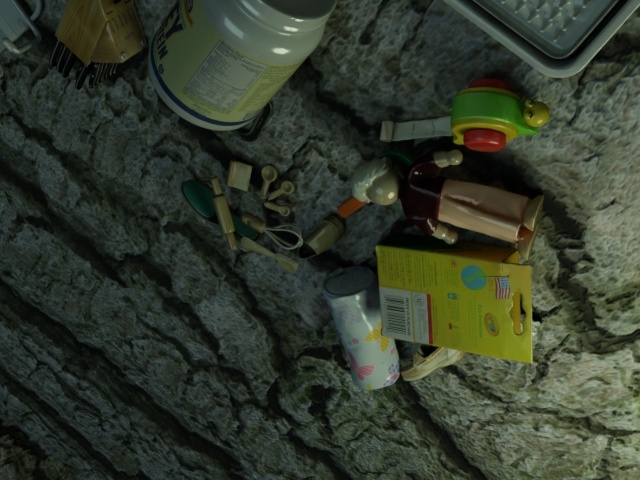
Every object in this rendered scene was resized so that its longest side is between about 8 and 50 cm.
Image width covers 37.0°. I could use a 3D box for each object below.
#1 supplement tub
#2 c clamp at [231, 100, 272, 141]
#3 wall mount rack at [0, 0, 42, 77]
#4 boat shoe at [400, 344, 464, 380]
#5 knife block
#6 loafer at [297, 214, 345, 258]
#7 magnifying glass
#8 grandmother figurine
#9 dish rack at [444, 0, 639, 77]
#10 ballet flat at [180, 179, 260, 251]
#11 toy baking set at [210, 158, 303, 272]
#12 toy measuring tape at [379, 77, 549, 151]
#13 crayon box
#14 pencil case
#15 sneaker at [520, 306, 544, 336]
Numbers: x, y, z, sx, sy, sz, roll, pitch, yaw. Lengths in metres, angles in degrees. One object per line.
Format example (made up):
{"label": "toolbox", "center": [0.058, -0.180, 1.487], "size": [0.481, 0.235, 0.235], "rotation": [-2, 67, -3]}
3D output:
{"label": "supplement tub", "center": [-0.136, -0.364, 1.651], "size": [0.235, 0.235, 0.325], "rotation": [46, 138, -3]}
{"label": "c clamp", "center": [-0.160, -0.273, 1.909], "size": [0.137, 0.022, 0.160], "rotation": [31, 136, 5]}
{"label": "wall mount rack", "center": [-0.774, -0.508, 2.097], "size": [0.350, 0.130, 0.304], "rotation": [-23, 108, 45]}
{"label": "boat shoe", "center": [0.227, 0.243, 2.015], "size": [0.170, 0.063, 0.059], "rotation": [-33, 98, 38]}
{"label": "knife block", "center": [-0.485, -0.444, 1.960], "size": [0.242, 0.088, 0.275], "rotation": [9, 129, 31]}
{"label": "loafer", "center": [0.000, 0.000, 1.988], "size": [0.056, 0.050, 0.148], "rotation": [42, 139, 0]}
{"label": "magnifying glass", "center": [0.108, -0.102, 1.844], "size": [0.092, 0.026, 0.231], "rotation": [48, 136, -6]}
{"label": "grandmother figurine", "center": [0.217, -0.075, 1.706], "size": [0.343, 0.104, 0.207], "rotation": [15, 123, 17]}
{"label": "dish rack", "center": [0.308, -0.421, 1.379], "size": [0.333, 0.072, 0.285], "rotation": [38, 137, 1]}
{"label": "ballet flat", "center": [-0.227, -0.048, 2.108], "size": [0.213, 0.072, 0.068], "rotation": [37, 143, 6]}
{"label": "toy baking set", "center": [-0.133, -0.047, 2.010], "size": [0.197, 0.030, 0.256], "rotation": [-3, 105, 28]}
{"label": "toy measuring tape", "center": [0.219, -0.205, 1.597], "size": [0.330, 0.121, 0.121], "rotation": [1, 124, 37]}
{"label": "crayon box", "center": [0.264, 0.107, 1.818], "size": [0.319, 0.081, 0.202], "rotation": [9, 113, 34]}
{"label": "pencil case", "center": [0.087, 0.187, 2.032], "size": [0.124, 0.113, 0.273], "rotation": [15, 133, 47]}
{"label": "sneaker", "center": [0.380, 0.135, 1.825], "size": [0.098, 0.038, 0.069], "rotation": [30, 132, 7]}
